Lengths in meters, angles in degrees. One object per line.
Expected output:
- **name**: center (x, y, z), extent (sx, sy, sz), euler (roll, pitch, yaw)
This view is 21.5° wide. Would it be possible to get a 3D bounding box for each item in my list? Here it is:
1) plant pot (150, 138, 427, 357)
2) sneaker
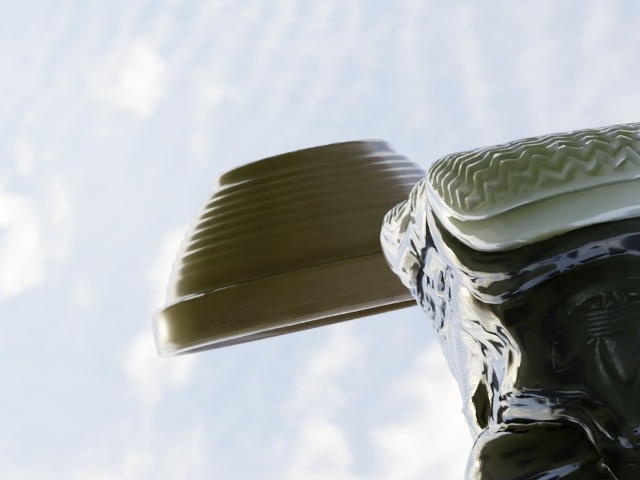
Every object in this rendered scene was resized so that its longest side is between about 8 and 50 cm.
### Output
- **plant pot**: center (0.000, 0.000, 1.088), extent (0.237, 0.237, 0.109), euler (-14, -94, 33)
- **sneaker**: center (0.082, 0.051, 0.593), extent (0.101, 0.268, 0.153), euler (-9, -96, 1)
